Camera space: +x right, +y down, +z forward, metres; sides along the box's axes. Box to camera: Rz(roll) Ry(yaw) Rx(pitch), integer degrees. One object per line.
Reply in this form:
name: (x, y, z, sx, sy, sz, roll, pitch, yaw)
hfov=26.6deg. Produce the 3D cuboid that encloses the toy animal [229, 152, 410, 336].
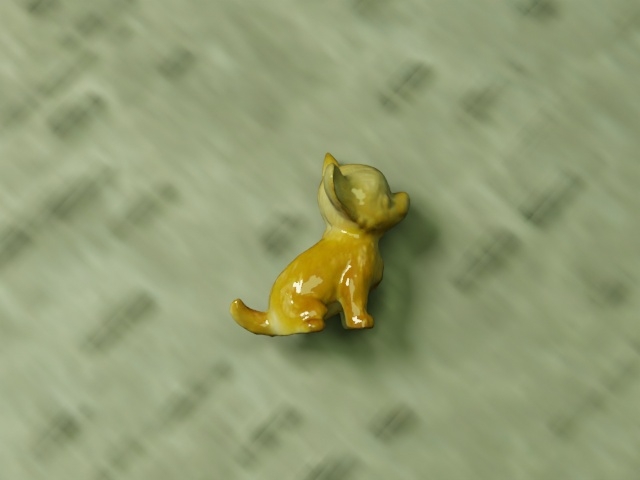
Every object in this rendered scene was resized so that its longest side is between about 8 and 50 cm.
toy animal: (0.000, 0.000, 0.596, 0.081, 0.060, 0.083, -2, 87, -1)
